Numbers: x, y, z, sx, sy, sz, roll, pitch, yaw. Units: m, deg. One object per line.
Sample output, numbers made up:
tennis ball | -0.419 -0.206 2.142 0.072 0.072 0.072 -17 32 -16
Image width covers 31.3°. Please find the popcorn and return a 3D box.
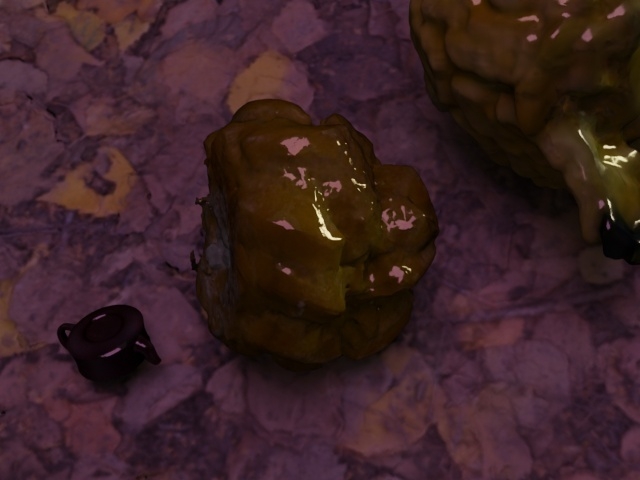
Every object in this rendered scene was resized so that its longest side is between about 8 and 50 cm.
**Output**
popcorn | 0.209 -0.166 0.927 0.293 0.293 0.237 -45 29 -16

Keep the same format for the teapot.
teapot | -0.176 0.088 0.945 0.100 0.045 0.068 5 38 28

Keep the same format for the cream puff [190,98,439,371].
cream puff | 0.002 0.003 0.876 0.194 0.221 0.195 4 37 -3
